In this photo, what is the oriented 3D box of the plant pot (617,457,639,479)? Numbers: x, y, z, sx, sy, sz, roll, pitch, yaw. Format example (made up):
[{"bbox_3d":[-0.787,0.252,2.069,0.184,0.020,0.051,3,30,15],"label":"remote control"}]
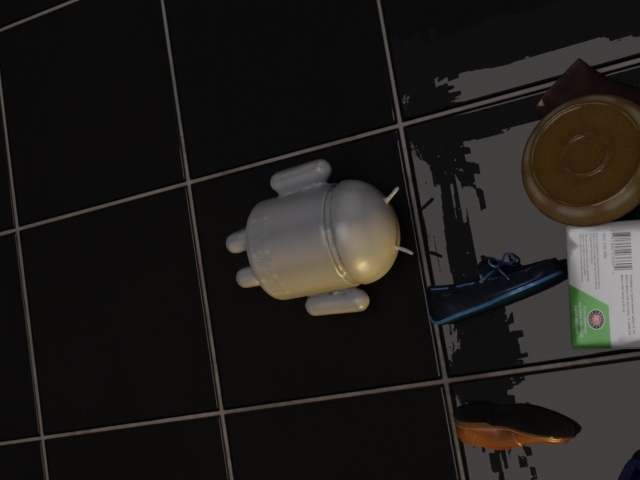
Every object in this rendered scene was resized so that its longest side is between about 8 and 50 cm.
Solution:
[{"bbox_3d":[0.546,0.505,1.426,0.236,0.236,0.212,24,103,24],"label":"plant pot"}]

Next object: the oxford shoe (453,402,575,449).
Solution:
[{"bbox_3d":[0.347,0.341,1.628,0.212,0.076,0.076,2,118,24],"label":"oxford shoe"}]

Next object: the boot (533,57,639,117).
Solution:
[{"bbox_3d":[0.513,-0.245,1.552,0.248,0.090,0.207,-48,71,20],"label":"boot"}]

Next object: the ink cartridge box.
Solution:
[{"bbox_3d":[0.563,0.071,1.494,0.289,0.122,0.211,-3,85,26],"label":"ink cartridge box"}]

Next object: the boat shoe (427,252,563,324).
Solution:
[{"bbox_3d":[0.301,0.074,1.633,0.258,0.109,0.089,-23,74,21],"label":"boat shoe"}]

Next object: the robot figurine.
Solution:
[{"bbox_3d":[0.000,0.000,1.729,0.354,0.200,0.299,-13,102,25],"label":"robot figurine"}]

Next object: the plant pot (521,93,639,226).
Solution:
[{"bbox_3d":[0.442,-0.140,1.511,0.236,0.032,0.236,-12,67,29],"label":"plant pot"}]
